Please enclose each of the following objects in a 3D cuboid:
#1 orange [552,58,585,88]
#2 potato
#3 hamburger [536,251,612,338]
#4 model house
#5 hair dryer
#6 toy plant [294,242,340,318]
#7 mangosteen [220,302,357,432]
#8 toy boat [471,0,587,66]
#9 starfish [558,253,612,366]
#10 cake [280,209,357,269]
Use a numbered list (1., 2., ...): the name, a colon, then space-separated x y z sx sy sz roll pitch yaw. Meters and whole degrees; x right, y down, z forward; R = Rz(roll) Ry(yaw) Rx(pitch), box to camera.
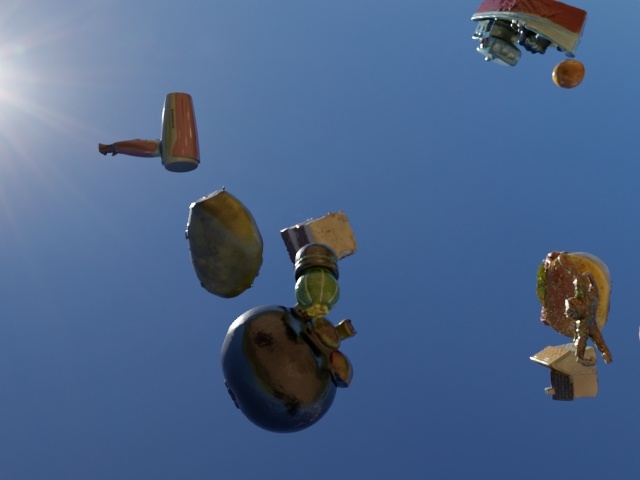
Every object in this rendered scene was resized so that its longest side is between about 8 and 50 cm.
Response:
1. orange: 0.646 -0.432 1.759 0.083 0.070 0.083 1 -144 -1
2. potato: -0.173 0.005 1.233 0.149 0.251 0.113 25 -136 21
3. hamburger: 0.586 0.125 1.572 0.116 0.210 0.173 -16 -155 -36
4. model house: 0.471 0.256 1.316 0.100 0.088 0.101 -6 -90 -12
5. hair dryer: -0.248 -0.143 0.960 0.154 0.054 0.106 -10 -100 13
6. toy plant: -0.007 0.084 1.372 0.092 0.093 0.162 14 -137 -18
7. mangosteen: -0.058 0.254 1.443 0.302 0.275 0.275 -27 -115 -9
8. toy boat: 0.443 -0.439 1.454 0.145 0.133 0.332 22 -169 -25
9. starfish: 0.470 0.124 1.225 0.150 0.053 0.210 -2 -108 -52
10. cake: 0.000 0.000 1.698 0.135 0.147 0.135 -21 -93 -31
